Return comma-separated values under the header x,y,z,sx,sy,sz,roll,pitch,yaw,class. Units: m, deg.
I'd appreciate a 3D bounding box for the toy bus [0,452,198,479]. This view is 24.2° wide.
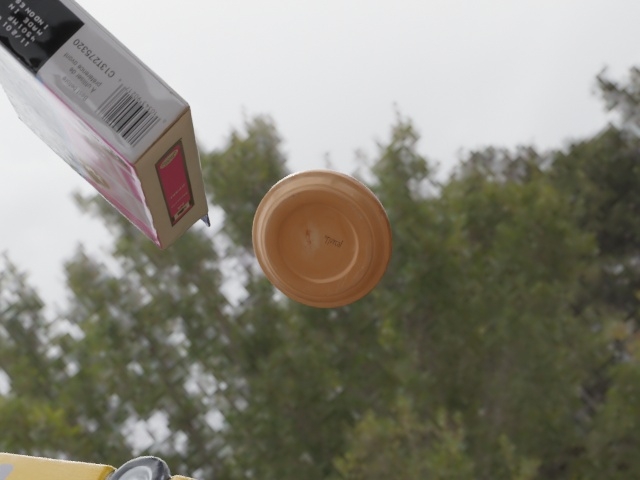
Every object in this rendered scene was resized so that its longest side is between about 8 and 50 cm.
x,y,z,sx,sy,sz,roll,pitch,yaw,class
-0.176,0.224,1.018,0.130,0.332,0.108,-54,-48,-41,toy bus

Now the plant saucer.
x,y,z,sx,sy,sz,roll,pitch,yaw,class
0.000,0.000,0.868,0.083,0.083,0.013,-48,1,23,plant saucer

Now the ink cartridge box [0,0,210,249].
x,y,z,sx,sy,sz,roll,pitch,yaw,class
-0.172,-0.090,1.170,0.069,0.176,0.371,-47,-7,-8,ink cartridge box
